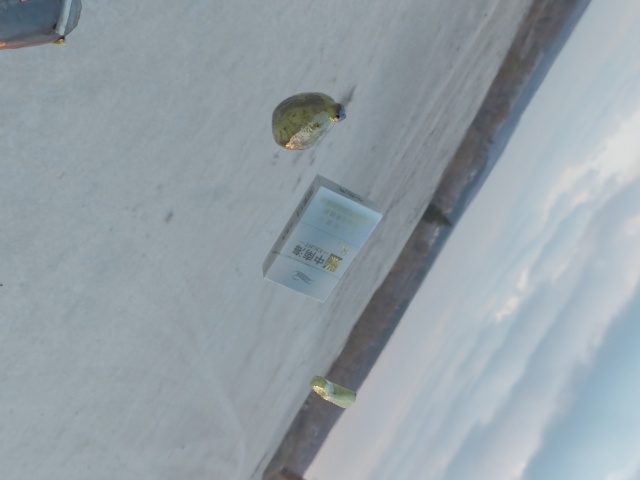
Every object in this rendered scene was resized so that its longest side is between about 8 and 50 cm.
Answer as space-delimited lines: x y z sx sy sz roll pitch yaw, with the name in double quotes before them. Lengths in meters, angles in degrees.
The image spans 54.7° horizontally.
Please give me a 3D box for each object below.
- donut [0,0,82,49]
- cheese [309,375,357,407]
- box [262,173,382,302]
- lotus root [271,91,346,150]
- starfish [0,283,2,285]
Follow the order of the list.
"donut" -0.523 -0.344 0.869 0.259 0.345 0.136 -29 131 -40
"cheese" 0.022 0.246 1.006 0.044 0.083 0.030 -32 -149 44
"box" 0.000 0.000 1.299 0.243 0.155 0.067 -58 -160 22
"lotus root" -0.029 -0.289 1.463 0.214 0.138 0.138 -13 -155 39
"starfish" -0.744 0.120 1.188 0.240 0.227 0.043 -128 -156 -70
